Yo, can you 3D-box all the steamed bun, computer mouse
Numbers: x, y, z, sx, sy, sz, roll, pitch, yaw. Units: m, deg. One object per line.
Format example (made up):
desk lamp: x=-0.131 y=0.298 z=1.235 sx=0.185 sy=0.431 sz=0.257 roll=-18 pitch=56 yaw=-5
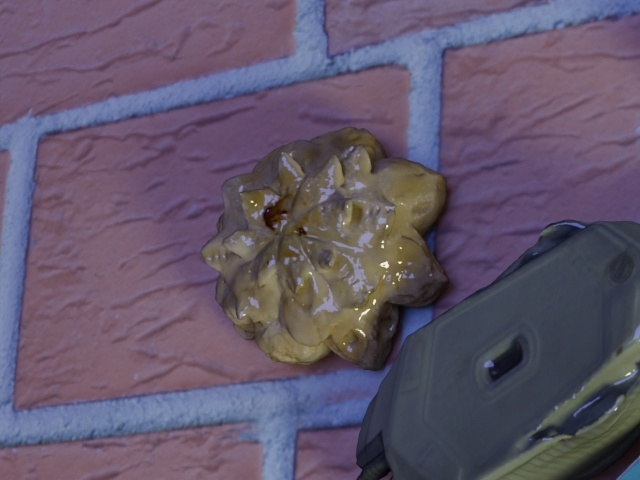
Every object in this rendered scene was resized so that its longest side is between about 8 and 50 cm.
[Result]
steamed bun: x=0.000 y=0.000 z=2.098 sx=0.292 sy=0.137 sz=0.295 roll=-24 pitch=59 yaw=19
computer mouse: x=0.212 y=0.145 z=1.904 sx=0.429 sy=0.145 sz=0.228 roll=-38 pitch=48 yaw=29

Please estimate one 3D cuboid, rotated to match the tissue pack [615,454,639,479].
tissue pack: x=0.384 y=0.299 z=1.746 sx=0.201 sy=0.124 sz=0.271 roll=-50 pitch=53 yaw=8
